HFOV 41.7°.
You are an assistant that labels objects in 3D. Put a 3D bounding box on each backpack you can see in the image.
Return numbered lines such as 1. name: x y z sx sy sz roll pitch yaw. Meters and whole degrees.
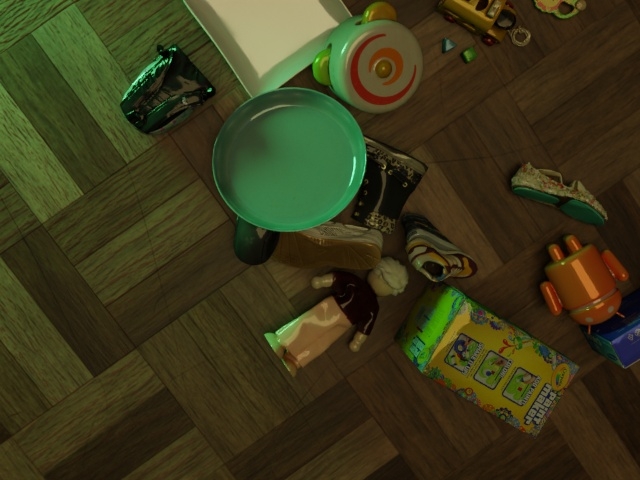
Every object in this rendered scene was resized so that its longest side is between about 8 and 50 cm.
1. backpack: -0.321 -0.296 1.739 0.182 0.115 0.152 -42 87 1

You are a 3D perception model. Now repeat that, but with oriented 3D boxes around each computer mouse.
1. computer mouse: -0.151 -0.091 1.770 0.184 0.060 0.262 23 88 14

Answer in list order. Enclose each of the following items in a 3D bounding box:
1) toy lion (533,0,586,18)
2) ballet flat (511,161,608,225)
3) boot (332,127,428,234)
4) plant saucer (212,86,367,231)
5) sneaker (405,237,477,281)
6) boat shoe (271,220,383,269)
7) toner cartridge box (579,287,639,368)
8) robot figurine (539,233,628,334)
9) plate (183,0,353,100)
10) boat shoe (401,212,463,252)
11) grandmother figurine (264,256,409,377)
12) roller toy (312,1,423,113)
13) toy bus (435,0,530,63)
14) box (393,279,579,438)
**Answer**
1. toy lion: 0.519 -0.530 1.846 0.096 0.034 0.100 -30 99 5
2. ballet flat: 0.538 -0.109 1.870 0.241 0.091 0.077 21 71 -12
3. boot: 0.094 -0.131 1.818 0.236 0.085 0.179 23 96 -7
4. plant saucer: -0.063 -0.164 1.735 0.317 0.044 0.318 -1 74 4
5. sneaker: 0.264 0.060 1.800 0.185 0.084 0.070 17 127 -26
6. boat shoe: 0.000 0.000 1.821 0.277 0.096 0.098 8 128 10
7. toner cartridge box: 0.772 0.147 1.879 0.347 0.165 0.075 -31 99 -1
8. robot figurine: 0.583 0.092 1.862 0.158 0.128 0.219 -27 88 -29
9. plate: -0.105 -0.481 1.776 0.277 0.045 0.278 -36 99 -2
10. boat shoe: 0.254 0.002 1.861 0.183 0.083 0.065 31 120 -34
11. grandmother figurine: 0.045 0.148 1.841 0.342 0.104 0.208 -34 126 -4
12. roller toy: 0.111 -0.366 1.739 0.191 0.146 0.209 39 95 -27
13. toy bus: 0.351 -0.491 1.793 0.202 0.104 0.191 -17 98 -4
14. box: 0.340 0.235 1.779 0.279 0.290 0.177 30 92 -8
